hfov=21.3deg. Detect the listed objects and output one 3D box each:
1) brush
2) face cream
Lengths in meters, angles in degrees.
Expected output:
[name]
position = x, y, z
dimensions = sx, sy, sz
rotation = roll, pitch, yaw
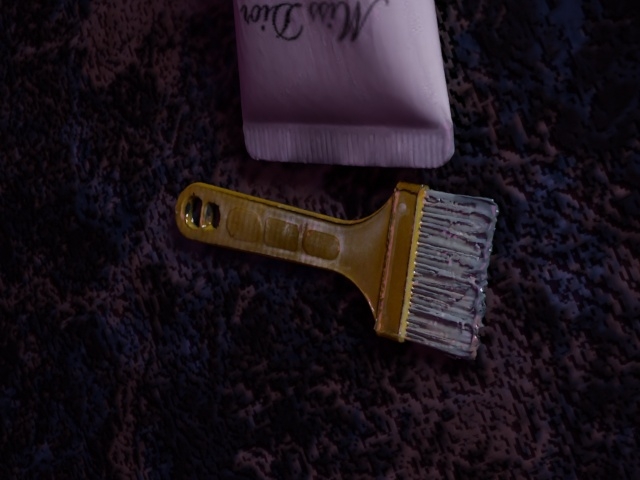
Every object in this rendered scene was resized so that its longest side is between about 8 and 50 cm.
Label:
[brush]
position = 0.000, 0.000, 0.881
dimensions = 0.218, 0.010, 0.082
rotation = 15, 103, 40
[face cream]
position = -0.001, -0.192, 0.833
dimensions = 0.143, 0.089, 0.314
rotation = 4, 106, 42
